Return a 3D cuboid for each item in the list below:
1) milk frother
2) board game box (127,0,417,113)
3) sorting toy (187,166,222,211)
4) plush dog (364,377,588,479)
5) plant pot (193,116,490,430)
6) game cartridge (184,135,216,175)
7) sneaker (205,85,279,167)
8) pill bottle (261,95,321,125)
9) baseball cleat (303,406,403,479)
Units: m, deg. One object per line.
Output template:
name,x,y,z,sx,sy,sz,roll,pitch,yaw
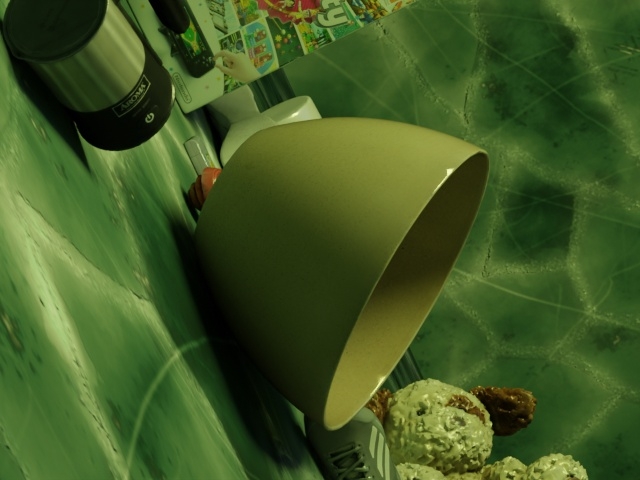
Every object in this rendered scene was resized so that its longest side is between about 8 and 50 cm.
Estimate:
milk frother,-0.185,-0.160,1.451,0.143,0.129,0.135,18,-20,26
board game box,-0.062,-0.308,2.139,0.224,0.303,0.097,64,5,-8
sorting toy,-0.102,-0.019,1.869,0.061,0.042,0.102,15,60,-63
plush dog,0.145,0.262,2.184,0.211,0.262,0.225,118,-34,-54
plant pot,0.000,0.000,1.734,0.191,0.284,0.284,30,-3,14
game cartridge,-0.119,-0.071,2.042,0.083,0.017,0.056,64,9,-7
sneaker,-0.082,-0.105,2.299,0.212,0.080,0.094,-112,-175,-49
pill bottle,-0.008,-0.062,2.477,0.229,0.131,0.131,63,5,-16
baseball cleat,0.045,0.237,1.910,0.206,0.072,0.109,54,18,-46
